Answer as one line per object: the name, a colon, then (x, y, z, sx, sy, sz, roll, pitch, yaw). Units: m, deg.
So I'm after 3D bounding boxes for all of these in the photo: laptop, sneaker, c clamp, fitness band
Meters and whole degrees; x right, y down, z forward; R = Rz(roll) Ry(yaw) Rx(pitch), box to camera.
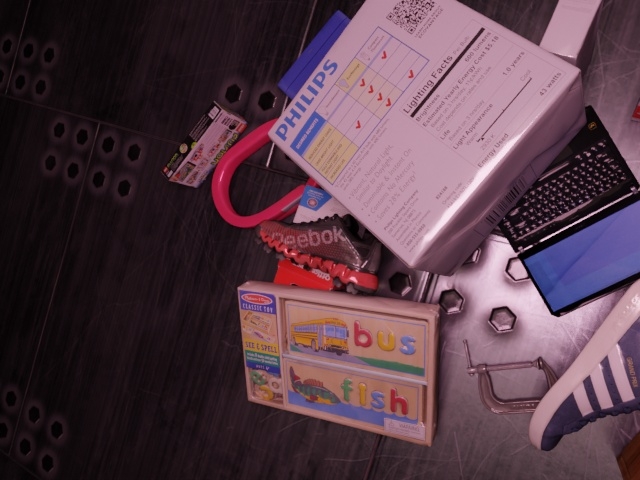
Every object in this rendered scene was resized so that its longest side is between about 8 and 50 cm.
laptop: (0.420, -0.051, 0.854, 0.234, 0.136, 0.264, -31, 92, 19)
sneaker: (0.000, 0.000, 0.982, 0.276, 0.098, 0.135, 22, 91, 23)
c clamp: (0.347, 0.249, 0.931, 0.161, 0.022, 0.137, -6, 85, 23)
fitness band: (-0.118, -0.149, 1.162, 0.291, 0.054, 0.208, -31, 71, 18)
sneaker: (0.455, 0.224, 0.773, 0.148, 0.131, 0.349, 39, 122, 31)

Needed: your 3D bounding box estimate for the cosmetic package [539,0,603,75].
cosmetic package: (0.400, -0.302, 0.831, 0.061, 0.239, 0.098, 22, 95, 23)

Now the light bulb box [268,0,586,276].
light bulb box: (0.174, -0.189, 0.873, 0.361, 0.225, 0.358, 45, 104, 27)

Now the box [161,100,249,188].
box: (-0.268, -0.218, 1.197, 0.036, 0.114, 0.207, 46, 104, 21)

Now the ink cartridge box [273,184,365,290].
ink cartridge box: (0.002, 0.015, 1.075, 0.134, 0.078, 0.230, 22, 95, 23)

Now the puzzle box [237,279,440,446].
puzzle box: (0.029, 0.232, 1.014, 0.409, 0.052, 0.271, 5, 107, 25)

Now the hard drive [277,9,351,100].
hard drive: (0.077, -0.312, 1.087, 0.210, 0.040, 0.318, -48, 69, 14)

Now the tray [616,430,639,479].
tray: (0.591, 0.211, 0.724, 0.076, 0.203, 0.410, 37, 101, 23)

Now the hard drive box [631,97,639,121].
hard drive box: (0.614, -0.214, 0.760, 0.232, 0.181, 0.089, 23, 97, 25)
